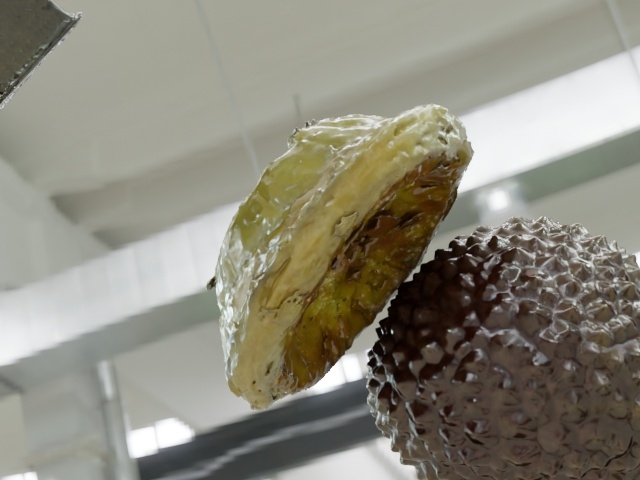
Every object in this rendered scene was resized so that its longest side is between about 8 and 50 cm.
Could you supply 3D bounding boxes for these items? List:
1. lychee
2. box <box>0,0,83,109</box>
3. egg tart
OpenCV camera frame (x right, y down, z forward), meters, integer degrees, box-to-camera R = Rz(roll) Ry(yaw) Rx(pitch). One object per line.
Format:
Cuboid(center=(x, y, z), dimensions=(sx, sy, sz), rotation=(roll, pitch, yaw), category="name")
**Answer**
Cuboid(center=(0.184, 0.112, 1.240), dimensions=(0.268, 0.267, 0.267), rotation=(-11, -28, -6), category="lychee")
Cuboid(center=(-0.331, -0.159, 1.297), dimensions=(0.184, 0.143, 0.273), rotation=(-50, 13, -11), category="box")
Cuboid(center=(0.000, 0.000, 1.173), dimensions=(0.290, 0.115, 0.290), rotation=(-49, -16, -19), category="egg tart")
